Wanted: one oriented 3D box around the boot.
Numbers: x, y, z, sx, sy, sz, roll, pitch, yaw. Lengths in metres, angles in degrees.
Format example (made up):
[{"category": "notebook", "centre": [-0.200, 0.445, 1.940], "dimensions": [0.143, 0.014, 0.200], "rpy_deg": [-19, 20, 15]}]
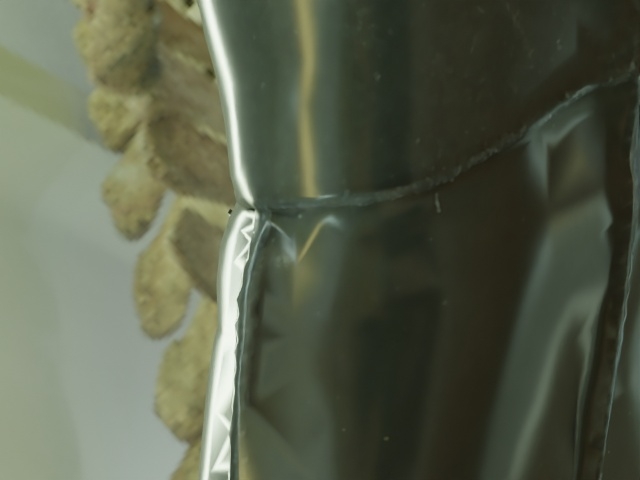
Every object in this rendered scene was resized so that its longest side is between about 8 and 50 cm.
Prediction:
[{"category": "boot", "centre": [0.092, 0.070, 0.497], "dimensions": [0.367, 0.146, 0.445], "rpy_deg": [-7, -84, -46]}]
